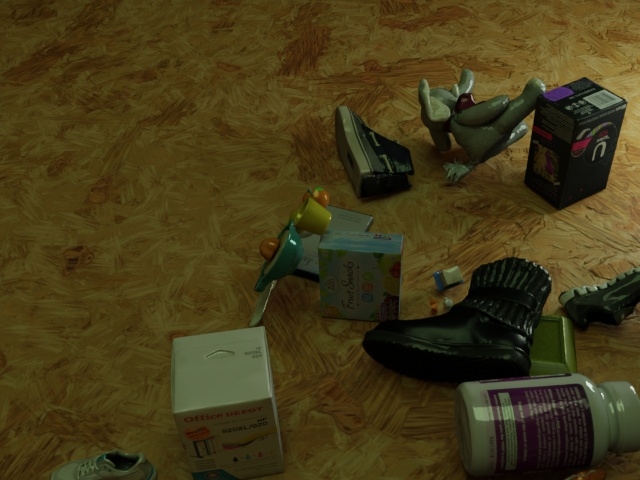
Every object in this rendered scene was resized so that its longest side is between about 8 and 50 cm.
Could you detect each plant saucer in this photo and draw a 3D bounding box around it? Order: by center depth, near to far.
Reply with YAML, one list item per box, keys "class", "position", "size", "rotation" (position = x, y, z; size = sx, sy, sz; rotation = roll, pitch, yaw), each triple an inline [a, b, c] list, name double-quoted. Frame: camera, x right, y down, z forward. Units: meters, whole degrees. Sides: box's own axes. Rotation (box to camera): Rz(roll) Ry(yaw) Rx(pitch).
- class: "plant saucer"
  position: [0.432, 0.212, 1.555]
  size: [0.189, 0.045, 0.188]
  rotation: [4, 42, 10]

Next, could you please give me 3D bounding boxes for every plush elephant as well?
- class: "plush elephant"
  position: [0.386, -0.336, 2.013]
  size: [0.330, 0.272, 0.255]
  rotation: [-40, 75, -4]

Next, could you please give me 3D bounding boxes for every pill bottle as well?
- class: "pill bottle"
  position: [0.401, 0.324, 1.338]
  size: [0.302, 0.169, 0.169]
  rotation: [-4, 41, 0]

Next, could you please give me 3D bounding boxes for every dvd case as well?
- class: "dvd case"
  position: [0.000, 0.000, 1.848]
  size: [0.180, 0.022, 0.253]
  rotation: [15, 45, 20]

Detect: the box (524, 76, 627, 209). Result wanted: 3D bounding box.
- class: "box"
  position: [0.629, -0.240, 1.880]
  size: [0.165, 0.270, 0.143]
  rotation: [-23, 45, -20]

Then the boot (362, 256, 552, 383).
- class: "boot"
  position: [0.279, 0.153, 1.531]
  size: [0.348, 0.131, 0.260]
  rotation: [6, 51, 20]

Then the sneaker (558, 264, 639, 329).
- class: "sneaker"
  position: [0.633, 0.128, 1.594]
  size: [0.234, 0.078, 0.106]
  rotation: [-19, 51, 11]

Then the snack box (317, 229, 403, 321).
- class: "snack box"
  position: [0.086, 0.078, 1.611]
  size: [0.175, 0.207, 0.070]
  rotation: [5, 40, 8]

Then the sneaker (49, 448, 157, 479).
- class: "sneaker"
  position: [-0.399, 0.411, 1.370]
  size: [0.191, 0.082, 0.071]
  rotation: [-8, 43, -2]

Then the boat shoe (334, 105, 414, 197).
- class: "boat shoe"
  position: [0.144, -0.248, 2.059]
  size: [0.158, 0.127, 0.340]
  rotation: [-6, 49, -12]

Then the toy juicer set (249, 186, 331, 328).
- class: "toy juicer set"
  position: [-0.088, 0.011, 1.663]
  size: [0.090, 0.329, 0.209]
  rotation: [28, 27, -12]

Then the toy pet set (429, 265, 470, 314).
- class: "toy pet set"
  position: [0.289, 0.119, 1.679]
  size: [0.122, 0.065, 0.114]
  rotation: [-16, 78, -9]

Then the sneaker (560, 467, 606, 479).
- class: "sneaker"
  position: [0.422, 0.445, 1.294]
  size: [0.175, 0.064, 0.067]
  rotation: [-25, 66, -15]

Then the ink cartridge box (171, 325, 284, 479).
- class: "ink cartridge box"
  position: [-0.166, 0.299, 1.363]
  size: [0.171, 0.232, 0.168]
  rotation: [-9, 41, -4]
